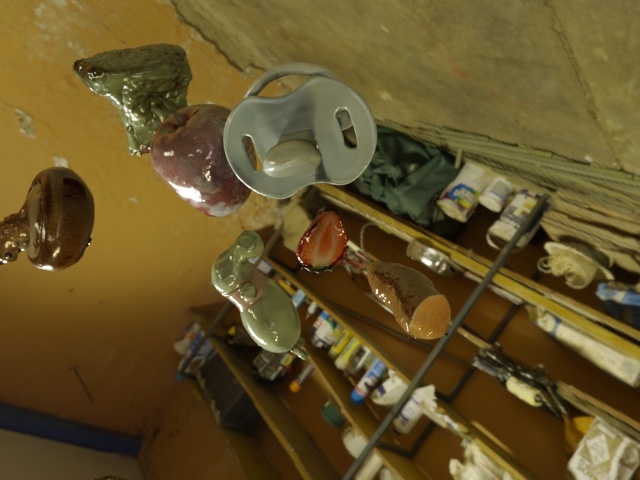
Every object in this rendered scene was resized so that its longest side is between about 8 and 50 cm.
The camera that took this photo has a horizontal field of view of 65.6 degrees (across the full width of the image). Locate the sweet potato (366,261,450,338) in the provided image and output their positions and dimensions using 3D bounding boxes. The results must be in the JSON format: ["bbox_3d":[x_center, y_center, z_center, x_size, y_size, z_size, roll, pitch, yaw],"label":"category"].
[{"bbox_3d":[0.204,0.118,1.241,0.131,0.131,0.336,35,-172,-26],"label":"sweet potato"}]

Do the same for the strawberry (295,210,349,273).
[{"bbox_3d":[0.000,0.000,1.333,0.147,0.187,0.082,-2,-154,-32],"label":"strawberry"}]

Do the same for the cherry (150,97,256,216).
[{"bbox_3d":[-0.250,-0.186,1.070,0.285,0.213,0.236,59,175,-26],"label":"cherry"}]

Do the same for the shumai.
[{"bbox_3d":[-0.558,-0.442,1.576,0.398,0.324,0.323,26,135,45],"label":"shumai"}]

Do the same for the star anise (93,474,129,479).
[{"bbox_3d":[-0.558,0.822,1.560,0.346,0.148,0.237,24,160,-36],"label":"star anise"}]

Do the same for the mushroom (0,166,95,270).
[{"bbox_3d":[-0.842,-0.048,1.512,0.260,0.345,0.345,1,-156,-40],"label":"mushroom"}]

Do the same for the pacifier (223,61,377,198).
[{"bbox_3d":[-0.049,-0.166,0.837,0.207,0.279,0.227,-76,-30,-56],"label":"pacifier"}]

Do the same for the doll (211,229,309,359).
[{"bbox_3d":[-0.114,0.113,0.913,0.274,0.113,0.155,67,170,-20],"label":"doll"}]
